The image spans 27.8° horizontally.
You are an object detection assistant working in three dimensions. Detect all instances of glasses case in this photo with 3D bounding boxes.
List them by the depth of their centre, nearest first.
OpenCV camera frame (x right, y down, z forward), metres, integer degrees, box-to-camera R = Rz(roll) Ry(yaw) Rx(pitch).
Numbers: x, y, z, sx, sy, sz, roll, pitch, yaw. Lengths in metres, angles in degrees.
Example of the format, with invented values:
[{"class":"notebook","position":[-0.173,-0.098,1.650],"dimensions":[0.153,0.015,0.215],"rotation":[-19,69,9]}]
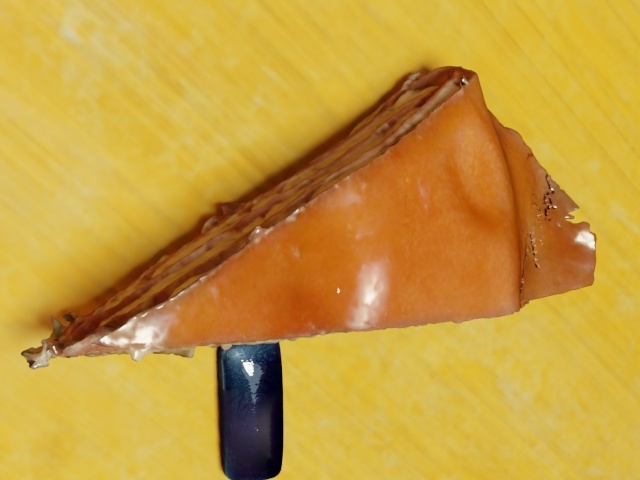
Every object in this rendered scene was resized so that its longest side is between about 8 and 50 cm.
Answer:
[{"class":"glasses case","position":[-0.035,0.088,0.669],"dimensions":[0.033,0.023,0.083],"rotation":[-10,109,-27]}]

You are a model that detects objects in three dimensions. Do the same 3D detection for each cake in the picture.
[{"class":"cake","position":[-0.004,-0.001,0.614],"dimensions":[0.287,0.098,0.135],"rotation":[-15,104,-27]}]
